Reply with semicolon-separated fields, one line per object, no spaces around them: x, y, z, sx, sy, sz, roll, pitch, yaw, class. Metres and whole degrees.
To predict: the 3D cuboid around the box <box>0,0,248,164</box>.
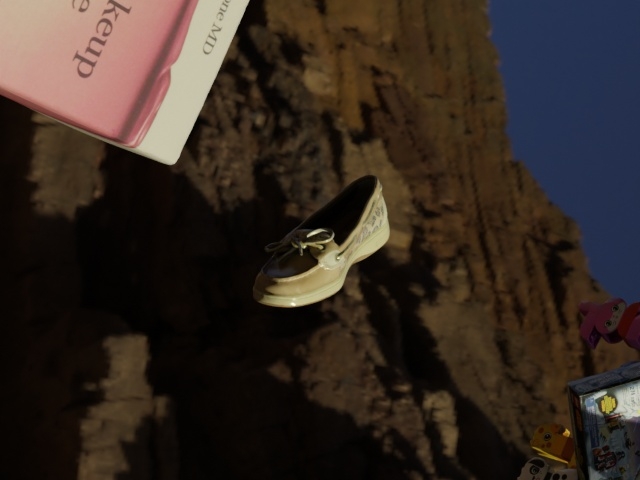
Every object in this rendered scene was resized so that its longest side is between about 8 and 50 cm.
-0.160;-0.154;0.634;0.127;0.232;0.148;23;-90;35;box

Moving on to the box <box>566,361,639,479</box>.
0.247;0.163;0.931;0.027;0.094;0.137;-126;-158;-66;box

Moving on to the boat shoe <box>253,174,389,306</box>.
0.000;0.000;1.572;0.104;0.285;0.089;11;-61;25;boat shoe

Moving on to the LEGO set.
0.231;0.159;1.061;0.093;0.087;0.227;10;-116;44;LEGO set
